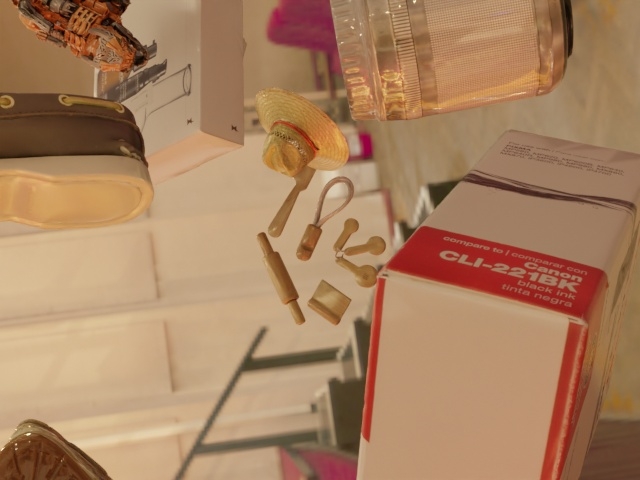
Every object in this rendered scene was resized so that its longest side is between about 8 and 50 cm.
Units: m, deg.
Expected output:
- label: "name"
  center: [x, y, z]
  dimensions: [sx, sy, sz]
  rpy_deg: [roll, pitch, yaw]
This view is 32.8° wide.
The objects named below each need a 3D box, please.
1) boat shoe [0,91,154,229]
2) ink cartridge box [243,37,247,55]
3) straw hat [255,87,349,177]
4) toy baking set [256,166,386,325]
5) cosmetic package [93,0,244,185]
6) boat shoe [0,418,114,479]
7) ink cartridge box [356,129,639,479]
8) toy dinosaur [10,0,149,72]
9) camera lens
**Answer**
- label: "boat shoe"
  center: [-0.281, -0.070, 0.825]
  dimensions: [0.109, 0.305, 0.091]
  rpy_deg: [-52, 43, 50]
- label: "ink cartridge box"
  center: [-0.213, -0.309, 1.929]
  dimensions: [0.072, 0.127, 0.175]
  rpy_deg: [-15, 52, 40]
- label: "straw hat"
  center: [-0.038, -0.110, 1.298]
  dimensions: [0.061, 0.144, 0.144]
  rpy_deg: [-54, -10, -23]
- label: "toy baking set"
  center: [-0.005, 0.005, 1.708]
  dimensions: [0.256, 0.197, 0.030]
  rpy_deg: [60, -165, 15]
- label: "cosmetic package"
  center: [-0.246, -0.292, 1.732]
  dimensions: [0.284, 0.097, 0.377]
  rpy_deg: [-18, 66, 40]
- label: "boat shoe"
  center: [-0.225, 0.303, 1.146]
  dimensions: [0.285, 0.104, 0.089]
  rpy_deg: [56, -179, -12]
- label: "ink cartridge box"
  center: [0.124, 0.065, 0.689]
  dimensions: [0.273, 0.114, 0.197]
  rpy_deg: [-44, -37, -58]
- label: "toy dinosaur"
  center: [-0.345, -0.338, 1.517]
  dimensions: [0.164, 0.218, 0.322]
  rpy_deg: [-44, 73, 34]
- label: "camera lens"
  center: [0.157, -0.267, 1.327]
  dimensions: [0.219, 0.274, 0.219]
  rpy_deg: [-10, -90, -86]
